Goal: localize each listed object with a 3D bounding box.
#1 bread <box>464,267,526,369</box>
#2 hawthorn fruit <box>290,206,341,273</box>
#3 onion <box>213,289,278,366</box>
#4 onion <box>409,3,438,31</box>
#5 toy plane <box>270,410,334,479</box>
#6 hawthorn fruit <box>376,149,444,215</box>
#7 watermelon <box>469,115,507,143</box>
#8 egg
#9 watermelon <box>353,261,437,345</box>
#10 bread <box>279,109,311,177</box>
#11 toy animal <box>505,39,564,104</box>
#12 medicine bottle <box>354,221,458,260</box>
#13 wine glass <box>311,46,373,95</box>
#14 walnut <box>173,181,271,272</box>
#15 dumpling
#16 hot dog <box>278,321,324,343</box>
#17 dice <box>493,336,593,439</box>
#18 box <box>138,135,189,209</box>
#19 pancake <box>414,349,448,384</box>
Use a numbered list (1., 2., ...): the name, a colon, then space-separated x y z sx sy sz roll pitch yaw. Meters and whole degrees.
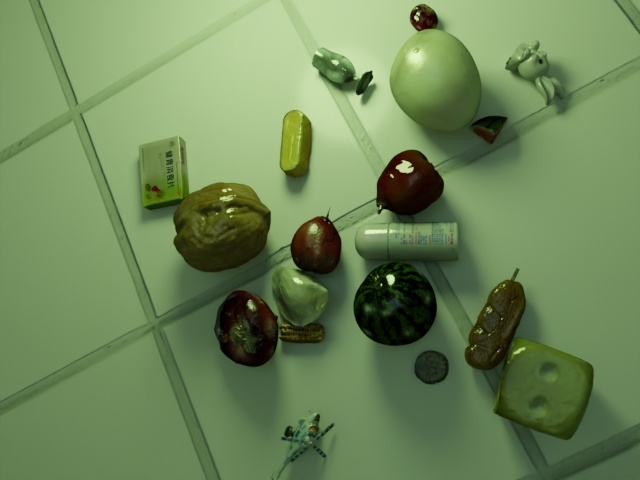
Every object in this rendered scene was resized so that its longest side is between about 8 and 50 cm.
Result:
1. bread: 0.559 0.247 1.741 0.124 0.084 0.344 24 84 10
2. hawthorn fruit: 0.000 0.000 1.887 0.181 0.181 0.235 19 84 17
3. onion: -0.233 0.299 1.891 0.272 0.195 0.272 6 98 47
4. onion: 0.373 -0.802 2.005 0.107 0.097 0.107 6 67 -14
5. toy plane: -0.077 0.688 1.816 0.182 0.107 0.273 14 103 -26
6. hawthorn fruit: 0.277 -0.174 1.833 0.248 0.208 0.208 -35 72 -4
7. watermelon: 0.574 -0.369 1.867 0.125 0.135 0.094 -3 114 10
8. egg: 0.387 -0.523 1.842 0.283 0.283 0.345 -36 78 4
9. watermelon: 0.236 0.205 1.746 0.268 0.269 0.269 -3 78 13
10. bread: -0.093 -0.352 2.024 0.102 0.094 0.246 -2 77 23
11. toy animal: 0.737 -0.569 1.848 0.221 0.131 0.103 44 49 17
12. medicine bottle: 0.283 0.003 1.834 0.340 0.130 0.130 0 78 13
13. wine glass: 0.078 -0.628 2.033 0.222 0.103 0.103 35 88 16
14. walnut: -0.336 -0.051 1.922 0.343 0.306 0.306 -18 75 3
15. dumpling: -0.088 0.191 1.896 0.252 0.131 0.179 28 108 29
16. hot dog: -0.063 0.318 1.897 0.165 0.045 0.071 0 77 15
17. dice: 0.637 0.426 1.602 0.226 0.238 0.233 19 84 18
18. box: -0.607 -0.261 2.144 0.175 0.062 0.261 -10 76 12
19. pancake: 0.360 0.412 1.791 0.114 0.011 0.115 -3 78 13
